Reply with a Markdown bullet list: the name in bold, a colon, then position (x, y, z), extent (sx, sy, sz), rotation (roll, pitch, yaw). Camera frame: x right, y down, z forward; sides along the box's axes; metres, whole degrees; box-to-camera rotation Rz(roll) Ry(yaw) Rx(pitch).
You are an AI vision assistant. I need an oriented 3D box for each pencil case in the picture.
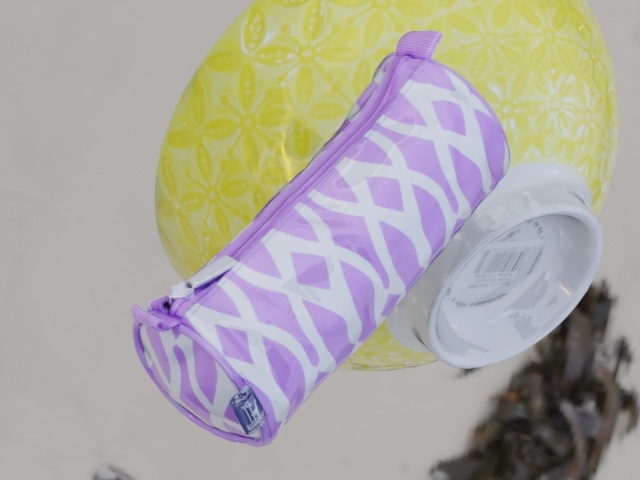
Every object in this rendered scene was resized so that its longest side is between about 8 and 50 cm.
- **pencil case**: position (0.000, 0.000, 0.749), extent (0.206, 0.086, 0.088), rotation (-47, 121, -29)

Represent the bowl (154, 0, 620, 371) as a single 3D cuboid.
- **bowl**: position (0.068, -0.020, 0.931), extent (0.289, 0.156, 0.289), rotation (-23, 140, -20)
